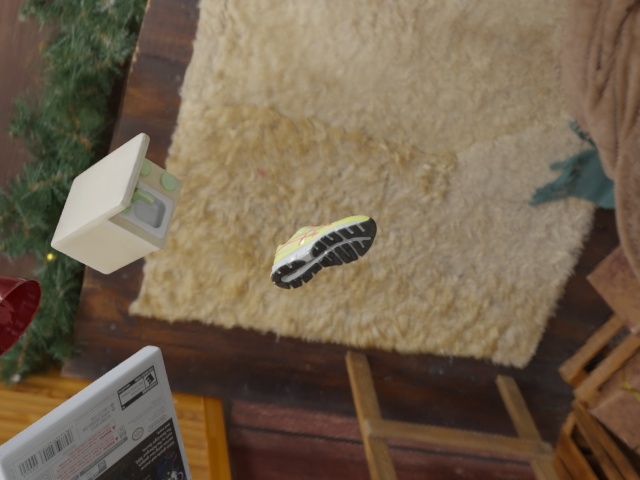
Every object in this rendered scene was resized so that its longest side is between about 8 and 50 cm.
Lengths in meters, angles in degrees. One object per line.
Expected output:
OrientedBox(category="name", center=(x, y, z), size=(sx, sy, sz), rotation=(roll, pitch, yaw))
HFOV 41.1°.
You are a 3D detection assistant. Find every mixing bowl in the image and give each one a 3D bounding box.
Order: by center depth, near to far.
OrientedBox(category="mixing bowl", center=(-0.657, 0.136, 1.717), size=(0.098, 0.181, 0.181), rotation=(29, 113, 9))

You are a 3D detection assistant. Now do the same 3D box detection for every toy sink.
OrientedBox(category="toy sink", center=(-0.336, -0.058, 1.485), size=(0.131, 0.152, 0.234), rotation=(32, 140, -33))

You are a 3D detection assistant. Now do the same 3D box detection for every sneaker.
OrientedBox(category="sneaker", center=(0.000, 0.000, 1.482), size=(0.209, 0.094, 0.081), rotation=(-25, 129, 18))

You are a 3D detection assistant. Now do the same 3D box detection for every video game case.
OrientedBox(category="video game case", center=(-0.202, 0.217, 0.791), size=(0.022, 0.190, 0.173), rotation=(7, 117, 34))
